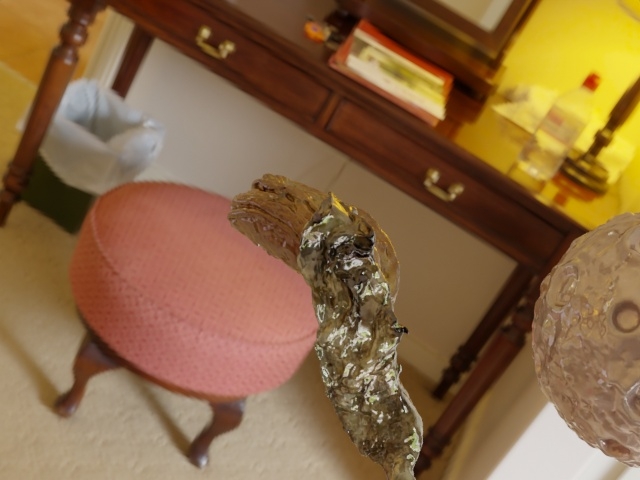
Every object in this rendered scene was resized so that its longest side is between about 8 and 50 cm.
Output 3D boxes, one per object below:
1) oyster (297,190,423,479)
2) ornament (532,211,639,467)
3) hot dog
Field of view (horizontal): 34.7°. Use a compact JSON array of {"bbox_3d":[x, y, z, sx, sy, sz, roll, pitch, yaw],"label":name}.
[{"bbox_3d":[0.054,0.108,1.259,0.111,0.396,0.204,-12,22,7],"label":"oyster"},{"bbox_3d":[0.340,0.099,1.002,0.259,0.259,0.225,8,19,-37],"label":"ornament"},{"bbox_3d":[0.000,0.000,1.466,0.272,0.122,0.196,35,16,29],"label":"hot dog"}]
